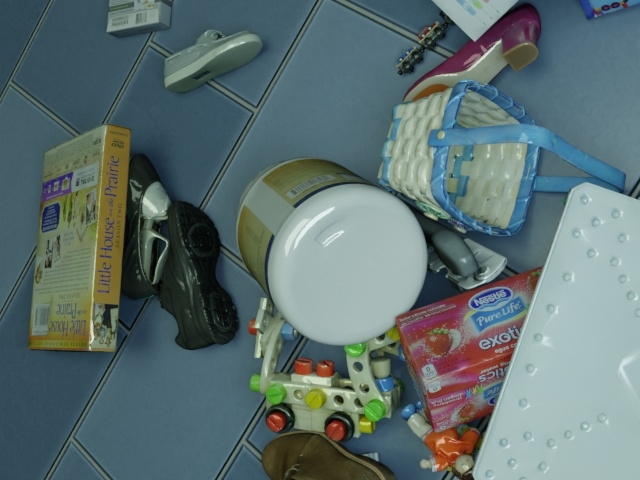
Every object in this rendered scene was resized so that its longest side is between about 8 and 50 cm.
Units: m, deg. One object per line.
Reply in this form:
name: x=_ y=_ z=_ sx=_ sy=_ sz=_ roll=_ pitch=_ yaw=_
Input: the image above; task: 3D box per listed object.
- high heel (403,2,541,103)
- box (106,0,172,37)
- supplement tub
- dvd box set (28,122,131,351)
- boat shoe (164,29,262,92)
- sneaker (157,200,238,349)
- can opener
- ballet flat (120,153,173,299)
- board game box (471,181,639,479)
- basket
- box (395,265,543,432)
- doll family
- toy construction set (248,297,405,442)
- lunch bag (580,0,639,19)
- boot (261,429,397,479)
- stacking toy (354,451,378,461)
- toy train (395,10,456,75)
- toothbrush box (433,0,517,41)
high heel: x=0.238 y=-0.290 z=1.306 sx=0.244 sy=0.082 sz=0.117 roll=-28 pitch=36 yaw=37
box: x=-0.372 y=-0.524 z=1.698 sx=0.145 sy=0.038 sz=0.186 roll=-2 pitch=82 yaw=29
supplement tub: x=0.000 y=0.000 z=1.223 sx=0.228 sy=0.228 sz=0.316 roll=-62 pitch=23 yaw=6
dvd box set: x=-0.473 y=0.006 z=1.594 sx=0.308 sy=0.062 sz=0.420 roll=-10 pitch=76 yaw=51
boat shoe: x=-0.213 y=-0.358 z=1.555 sx=0.228 sy=0.079 sz=0.081 roll=-19 pitch=77 yaw=29
sneaker: x=-0.247 y=0.065 z=1.493 sx=0.130 sy=0.109 sz=0.286 roll=-25 pitch=68 yaw=31
can opener: x=0.171 y=0.000 z=1.205 sx=0.074 sy=0.093 sz=0.280 roll=-34 pitch=24 yaw=-11
ballet flat: x=-0.323 y=-0.024 z=1.562 sx=0.096 sy=0.095 sz=0.280 roll=6 pitch=95 yaw=20
board game box: x=0.424 y=0.171 z=1.008 sx=0.390 sy=0.050 sz=0.389 roll=19 pitch=91 yaw=-2
basket: x=0.250 y=-0.110 z=1.159 sx=0.289 sy=0.255 sz=0.201 roll=-1 pitch=75 yaw=48
box: x=0.245 y=0.142 z=1.109 sx=0.257 sy=0.128 sz=0.122 roll=-19 pitch=44 yaw=-2
doll family: x=0.255 y=0.266 z=1.165 sx=0.263 sy=0.118 sz=0.163 roll=-33 pitch=49 yaw=-13
toy construction set: x=0.004 y=0.198 z=1.296 sx=0.328 sy=0.151 sz=0.215 roll=7 pitch=103 yaw=36
lunch bag: x=0.466 y=-0.505 z=1.179 sx=0.221 sy=0.138 sz=0.293 roll=-10 pitch=68 yaw=31
boot: x=-0.020 y=0.361 z=1.265 sx=0.305 sy=0.115 sz=0.112 roll=-1 pitch=87 yaw=54
stacking toy: x=0.145 y=0.406 z=1.243 sx=0.221 sy=0.052 sz=0.166 roll=-10 pitch=77 yaw=25
toy train: x=0.181 y=-0.340 z=1.358 sx=0.158 sy=0.027 sz=0.036 roll=-46 pitch=59 yaw=15
toothbrush box: x=0.230 y=-0.468 z=1.230 sx=0.206 sy=0.122 sz=0.283 roll=-42 pitch=39 yaw=23
